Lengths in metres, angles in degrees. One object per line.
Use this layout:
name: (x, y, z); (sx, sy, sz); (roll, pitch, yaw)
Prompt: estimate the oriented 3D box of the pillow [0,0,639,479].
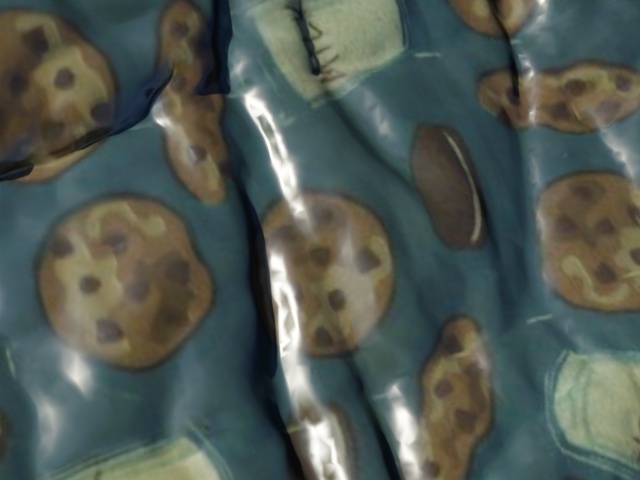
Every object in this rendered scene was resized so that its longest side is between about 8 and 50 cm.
pillow: (-0.002, -0.001, 0.405); (0.189, 0.255, 0.034); (64, -25, 13)
